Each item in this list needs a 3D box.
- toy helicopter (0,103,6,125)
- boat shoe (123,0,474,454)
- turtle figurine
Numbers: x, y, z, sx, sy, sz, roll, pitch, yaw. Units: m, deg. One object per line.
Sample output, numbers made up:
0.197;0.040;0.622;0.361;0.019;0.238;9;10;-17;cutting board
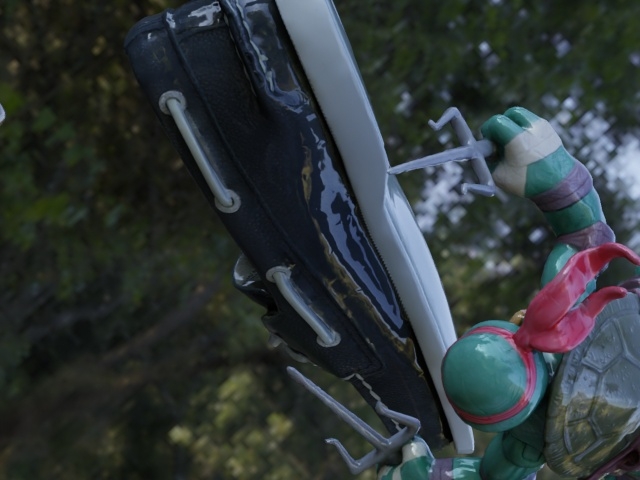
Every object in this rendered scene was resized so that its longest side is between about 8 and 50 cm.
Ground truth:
-0.280;-0.122;0.771;0.355;0.140;0.235;25;-16;38;toy helicopter
0.000;0.000;0.764;0.114;0.091;0.302;-102;171;-53;boat shoe
0.091;0.050;0.661;0.118;0.175;0.234;36;15;36;turtle figurine
